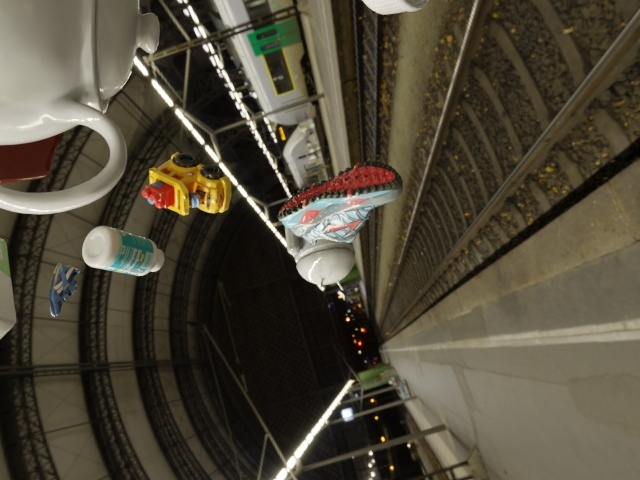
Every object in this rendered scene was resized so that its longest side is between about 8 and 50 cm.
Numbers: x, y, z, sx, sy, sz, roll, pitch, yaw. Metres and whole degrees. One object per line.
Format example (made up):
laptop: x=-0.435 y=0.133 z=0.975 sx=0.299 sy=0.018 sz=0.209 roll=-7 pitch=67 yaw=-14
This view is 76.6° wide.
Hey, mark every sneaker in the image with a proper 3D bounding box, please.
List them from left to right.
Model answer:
sneaker: x=-0.679 y=0.130 z=1.072 sx=0.053 sy=0.059 sz=0.144 roll=-39 pitch=47 yaw=52
sneaker: x=0.049 y=-0.059 z=0.761 sx=0.125 sy=0.262 sz=0.104 roll=50 pitch=-135 yaw=-28

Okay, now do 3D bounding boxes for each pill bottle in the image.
pill bottle: x=-0.698 y=0.047 z=1.468 sx=0.264 sy=0.146 sz=0.146 roll=28 pitch=-139 yaw=-62

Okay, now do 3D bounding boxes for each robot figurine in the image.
robot figurine: x=0.000 y=0.000 z=1.392 sx=0.300 sy=0.200 sz=0.352 roll=5 pitch=-117 yaw=-40

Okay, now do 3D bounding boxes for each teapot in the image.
teapot: x=-0.234 y=-0.187 z=0.333 sx=0.252 sy=0.187 sz=0.255 roll=-122 pitch=44 yaw=-57

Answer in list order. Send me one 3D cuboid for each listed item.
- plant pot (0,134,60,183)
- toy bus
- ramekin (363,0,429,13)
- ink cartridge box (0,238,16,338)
plant pot: x=-0.593 y=-0.230 z=0.665 sx=0.236 sy=0.268 sz=0.266 roll=8 pitch=-78 yaw=-67
toy bus: x=-0.411 y=-0.148 z=1.219 sx=0.211 sy=0.221 sz=0.149 roll=-47 pitch=-22 yaw=-51
ramekin: x=0.192 y=-0.753 z=1.097 sx=0.127 sy=0.273 sz=0.272 roll=5 pitch=122 yaw=44
ink cartridge box: x=-0.507 y=-0.004 z=0.381 sx=0.207 sy=0.119 sz=0.353 roll=39 pitch=172 yaw=42
